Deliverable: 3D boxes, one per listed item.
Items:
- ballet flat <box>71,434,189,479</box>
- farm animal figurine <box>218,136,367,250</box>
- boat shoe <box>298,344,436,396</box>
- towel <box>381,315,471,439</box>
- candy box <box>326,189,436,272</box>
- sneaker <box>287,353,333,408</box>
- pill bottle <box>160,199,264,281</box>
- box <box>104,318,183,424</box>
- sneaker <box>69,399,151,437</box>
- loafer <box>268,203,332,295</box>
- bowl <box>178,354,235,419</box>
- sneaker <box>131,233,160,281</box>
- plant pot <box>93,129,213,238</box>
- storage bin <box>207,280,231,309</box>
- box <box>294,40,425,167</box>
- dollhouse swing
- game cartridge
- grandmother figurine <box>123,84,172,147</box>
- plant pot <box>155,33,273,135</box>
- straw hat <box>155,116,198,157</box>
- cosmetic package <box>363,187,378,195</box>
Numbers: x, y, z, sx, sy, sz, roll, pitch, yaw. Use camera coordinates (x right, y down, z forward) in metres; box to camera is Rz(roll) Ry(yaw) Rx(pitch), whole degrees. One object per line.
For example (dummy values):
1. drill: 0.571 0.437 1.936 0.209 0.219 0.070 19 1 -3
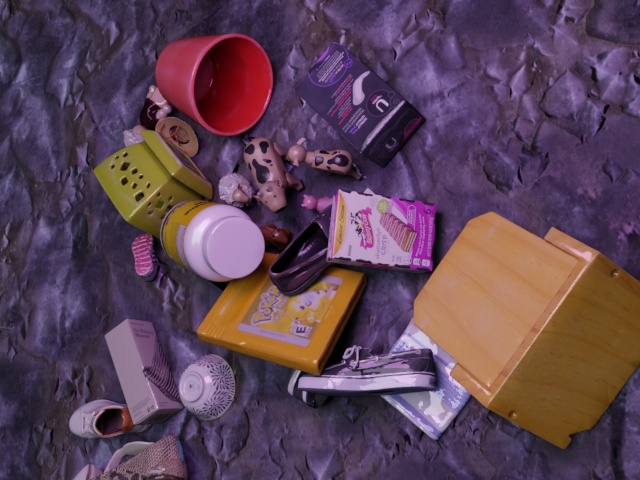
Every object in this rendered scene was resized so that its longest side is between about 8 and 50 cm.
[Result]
1. ballet flat: -0.554 0.653 1.732 0.482 0.164 0.182 -29 44 14
2. farm animal figurine: -0.093 -0.154 1.642 0.330 0.172 0.327 -48 61 11
3. boat shoe: 0.098 0.283 1.430 0.306 0.113 0.105 -9 66 22
4. towel: 0.254 0.267 1.436 0.209 0.034 0.285 37 97 29
5. candy box: 0.139 -0.018 1.471 0.233 0.071 0.159 7 80 -9
6. sneaker: 0.016 0.292 1.540 0.121 0.079 0.217 26 99 27
7. pill bottle: -0.268 -0.001 1.618 0.334 0.187 0.188 13 84 60
8. box: -0.481 0.356 1.769 0.094 0.113 0.275 -35 65 16
9. sneaker: -0.613 0.493 1.802 0.289 0.123 0.106 -13 74 27
10. loafer: 0.000 0.000 1.516 0.302 0.095 0.109 -47 56 -6
11. bowl: -0.313 0.381 1.689 0.170 0.080 0.170 -7 76 28
12. sneaker: -0.502 0.053 1.880 0.063 0.075 0.171 -16 47 -2
13. plant pot: -0.448 -0.157 1.812 0.207 0.228 0.227 -44 62 4
14. storage bin: -0.230 0.152 1.700 0.135 0.098 0.091 31 121 30
15. box: 0.096 -0.334 1.599 0.165 0.143 0.270 -48 62 13
16. dollhouse swing: 0.424 0.161 1.333 0.347 0.315 0.305 -57 22 5
17. game cartridge: -0.089 0.156 1.538 0.323 0.053 0.285 12 49 24
18. grandmother figurine: -0.485 -0.408 1.962 0.343 0.104 0.208 -56 26 10
19. plant pot: -0.309 -0.443 1.793 0.243 0.274 0.275 23 90 41
20. straw hat: -0.407 -0.317 1.912 0.144 0.145 0.061 0 36 28
21. cosmetic package: 0.106 -0.064 1.589 0.115 0.041 0.060 -49 61 10
